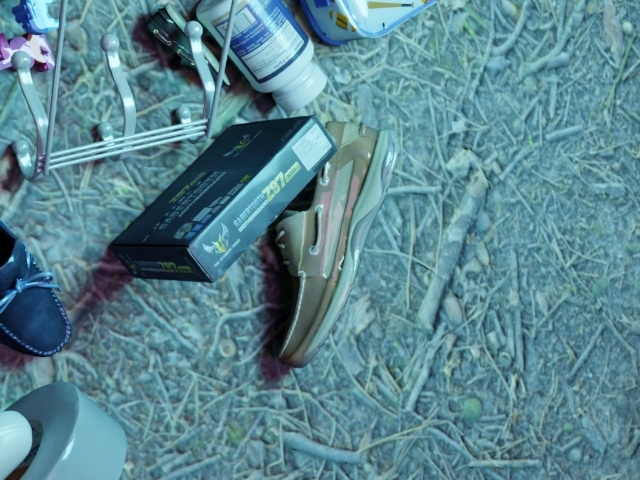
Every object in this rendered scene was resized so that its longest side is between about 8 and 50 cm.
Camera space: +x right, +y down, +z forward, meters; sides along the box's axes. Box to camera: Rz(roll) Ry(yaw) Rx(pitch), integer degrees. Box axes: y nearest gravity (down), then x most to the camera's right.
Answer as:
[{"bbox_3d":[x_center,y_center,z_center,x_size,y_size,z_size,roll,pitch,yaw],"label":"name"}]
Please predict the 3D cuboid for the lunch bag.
[{"bbox_3d":[0.042,-0.417,1.663,0.243,0.115,0.303,-34,110,-29],"label":"lunch bag"}]

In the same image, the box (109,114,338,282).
[{"bbox_3d":[-0.113,-0.049,1.502,0.233,0.183,0.059,-47,115,-26],"label":"box"}]

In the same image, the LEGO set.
[{"bbox_3d":[-0.353,-0.281,1.385,0.093,0.087,0.227,-28,105,-33],"label":"LEGO set"}]

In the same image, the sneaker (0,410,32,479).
[{"bbox_3d":[-0.357,0.278,1.202,0.290,0.123,0.106,-40,158,-39],"label":"sneaker"}]

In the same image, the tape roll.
[{"bbox_3d":[-0.304,0.253,1.339,0.072,0.219,0.219,47,64,-26],"label":"tape roll"}]

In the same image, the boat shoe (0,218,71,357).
[{"bbox_3d":[-0.358,0.033,1.379,0.258,0.089,0.109,48,64,-26],"label":"boat shoe"}]

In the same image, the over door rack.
[{"bbox_3d":[-0.198,-0.214,1.394,0.239,0.324,0.108,-18,61,-34],"label":"over door rack"}]

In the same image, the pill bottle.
[{"bbox_3d":[-0.068,-0.242,1.591,0.169,0.094,0.094,51,63,-25],"label":"pill bottle"}]

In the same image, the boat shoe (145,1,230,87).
[{"bbox_3d":[-0.158,-0.228,1.559,0.042,0.049,0.133,-38,128,8],"label":"boat shoe"}]

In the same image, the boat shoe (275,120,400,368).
[{"bbox_3d":[0.000,0.000,1.643,0.116,0.123,0.324,20,86,-1],"label":"boat shoe"}]
